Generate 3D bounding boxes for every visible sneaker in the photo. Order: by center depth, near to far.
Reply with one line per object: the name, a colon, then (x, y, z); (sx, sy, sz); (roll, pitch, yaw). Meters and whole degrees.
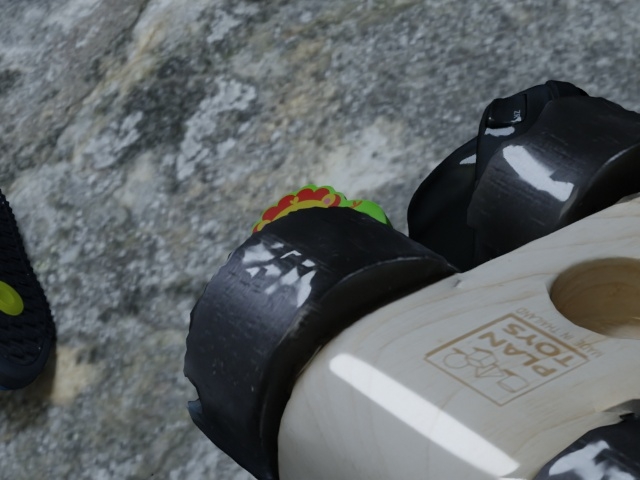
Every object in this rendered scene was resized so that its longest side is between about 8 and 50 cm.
sneaker: (-0.247, 0.039, 1.207); (0.082, 0.069, 0.209); (-45, 46, 19)

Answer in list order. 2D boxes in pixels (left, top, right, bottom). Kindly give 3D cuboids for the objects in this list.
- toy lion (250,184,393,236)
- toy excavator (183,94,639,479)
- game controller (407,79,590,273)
toy lion: (0.000, 0.000, 1.103); (0.100, 0.034, 0.096); (-17, 43, 20)
toy excavator: (0.056, 0.222, 0.659); (0.433, 0.445, 0.222); (-22, 34, -32)
game controller: (0.094, 0.065, 0.942); (0.166, 0.067, 0.319); (127, 155, -52)
